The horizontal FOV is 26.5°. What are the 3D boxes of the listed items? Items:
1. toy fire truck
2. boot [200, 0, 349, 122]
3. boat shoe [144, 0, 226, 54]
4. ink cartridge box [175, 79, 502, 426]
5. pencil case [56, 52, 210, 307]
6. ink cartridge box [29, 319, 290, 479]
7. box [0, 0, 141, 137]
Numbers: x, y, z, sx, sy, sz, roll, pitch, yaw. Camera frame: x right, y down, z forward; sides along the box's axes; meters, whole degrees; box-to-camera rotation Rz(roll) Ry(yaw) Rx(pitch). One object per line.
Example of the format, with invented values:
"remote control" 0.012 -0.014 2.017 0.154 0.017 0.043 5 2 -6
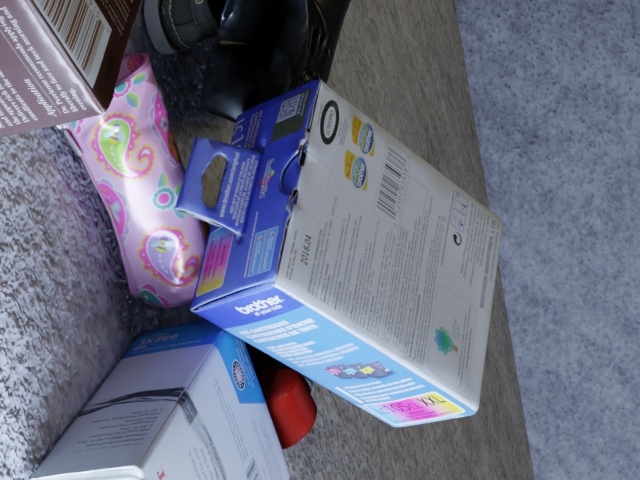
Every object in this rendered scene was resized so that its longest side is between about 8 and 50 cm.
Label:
"toy fire truck" -0.019 0.169 1.687 0.217 0.246 0.158 -77 150 -47
"boot" -0.048 -0.334 1.785 0.445 0.146 0.367 -36 132 -79
"boat shoe" -0.148 -0.353 1.795 0.305 0.091 0.109 -77 150 -47
"ink cartridge box" 0.020 0.008 1.542 0.395 0.151 0.270 35 53 -34
"pencil case" -0.200 -0.067 1.498 0.124 0.124 0.284 -66 141 -57
"ink cartridge box" -0.158 0.254 1.441 0.307 0.129 0.223 -59 136 -61
"box" -0.291 -0.202 1.170 0.168 0.203 0.167 61 27 -44
